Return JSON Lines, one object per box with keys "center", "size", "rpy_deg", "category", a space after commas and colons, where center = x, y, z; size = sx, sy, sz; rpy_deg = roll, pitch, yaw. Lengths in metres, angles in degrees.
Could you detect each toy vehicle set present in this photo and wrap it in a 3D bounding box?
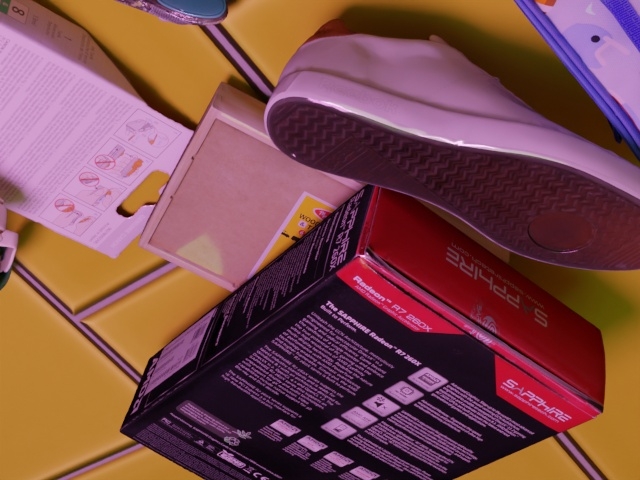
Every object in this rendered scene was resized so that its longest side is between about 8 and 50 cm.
{"center": [0.000, 0.000, 0.855], "size": [0.266, 0.035, 0.166], "rpy_deg": [27, 130, -12], "category": "toy vehicle set"}

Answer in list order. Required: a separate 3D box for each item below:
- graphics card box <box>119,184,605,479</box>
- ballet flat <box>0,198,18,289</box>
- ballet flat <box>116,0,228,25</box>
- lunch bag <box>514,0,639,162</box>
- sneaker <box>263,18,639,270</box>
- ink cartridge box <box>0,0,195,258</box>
{"center": [0.020, 0.120, 0.865], "size": [0.232, 0.094, 0.371], "rpy_deg": [33, 135, -18], "category": "graphics card box"}
{"center": [-0.299, -0.011, 0.861], "size": [0.087, 0.083, 0.247], "rpy_deg": [-5, 164, -10], "category": "ballet flat"}
{"center": [-0.121, -0.181, 0.755], "size": [0.114, 0.041, 0.041], "rpy_deg": [21, 130, -3], "category": "ballet flat"}
{"center": [0.248, -0.160, 0.626], "size": [0.243, 0.115, 0.303], "rpy_deg": [-28, 116, 33], "category": "lunch bag"}
{"center": [0.116, -0.079, 0.709], "size": [0.290, 0.123, 0.106], "rpy_deg": [22, 143, -2], "category": "sneaker"}
{"center": [-0.218, -0.091, 0.853], "size": [0.224, 0.056, 0.181], "rpy_deg": [26, 132, -31], "category": "ink cartridge box"}
